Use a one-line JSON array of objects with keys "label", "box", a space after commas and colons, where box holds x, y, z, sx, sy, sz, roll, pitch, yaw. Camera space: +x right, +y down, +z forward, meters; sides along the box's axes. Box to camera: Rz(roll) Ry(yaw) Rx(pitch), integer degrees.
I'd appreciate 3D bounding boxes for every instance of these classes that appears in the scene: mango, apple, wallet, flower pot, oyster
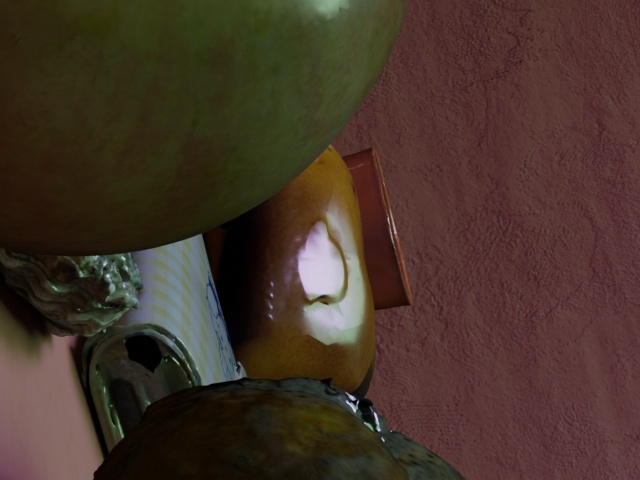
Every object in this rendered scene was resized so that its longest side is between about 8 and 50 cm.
[{"label": "mango", "box": [-0.032, 0.025, 1.649, 0.201, 0.152, 0.287, 89, -7, -64]}, {"label": "apple", "box": [-0.095, -0.117, 0.668, 0.234, 0.257, 0.257, -30, -111, 60]}, {"label": "wallet", "box": [-0.094, 0.088, 1.212, 0.309, 0.077, 0.223, -95, 168, -69]}, {"label": "flower pot", "box": [0.000, 0.000, 2.004, 0.190, 0.173, 0.191, -12, 90, -87]}, {"label": "oyster", "box": [-0.141, -0.011, 0.925, 0.177, 0.064, 0.125, 64, -5, -26]}]

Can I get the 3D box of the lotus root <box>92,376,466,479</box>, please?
[{"label": "lotus root", "box": [-0.008, 0.225, 0.784, 0.250, 0.250, 0.346, 69, 8, -63]}]
